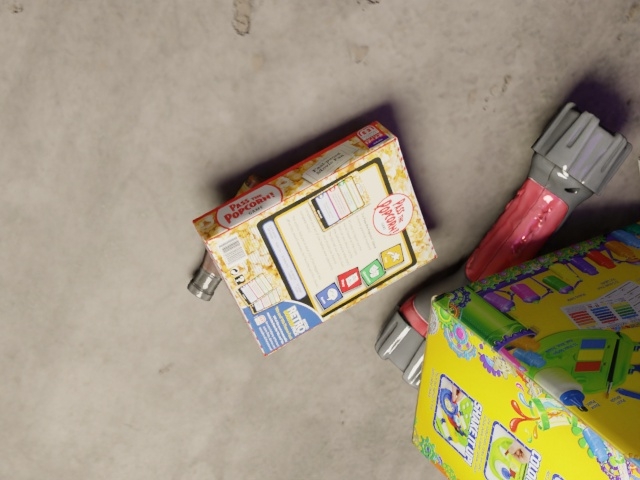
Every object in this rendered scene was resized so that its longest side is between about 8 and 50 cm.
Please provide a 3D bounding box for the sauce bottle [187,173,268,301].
[{"bbox_3d":[-0.082,-0.001,0.900,0.042,0.042,0.128,29,100,-20],"label":"sauce bottle"}]

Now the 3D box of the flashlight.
[{"bbox_3d":[0.175,0.009,0.924,0.103,0.103,0.304,29,103,-25],"label":"flashlight"}]

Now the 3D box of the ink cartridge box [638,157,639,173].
[{"bbox_3d":[0.388,-0.032,0.976,0.099,0.056,0.135,-18,113,-5],"label":"ink cartridge box"}]

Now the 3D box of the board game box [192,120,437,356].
[{"bbox_3d":[0.000,0.000,0.886,0.193,0.045,0.147,-29,125,-9],"label":"board game box"}]

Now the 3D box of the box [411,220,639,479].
[{"bbox_3d":[0.284,0.147,0.839,0.290,0.279,0.177,-17,127,-29],"label":"box"}]
